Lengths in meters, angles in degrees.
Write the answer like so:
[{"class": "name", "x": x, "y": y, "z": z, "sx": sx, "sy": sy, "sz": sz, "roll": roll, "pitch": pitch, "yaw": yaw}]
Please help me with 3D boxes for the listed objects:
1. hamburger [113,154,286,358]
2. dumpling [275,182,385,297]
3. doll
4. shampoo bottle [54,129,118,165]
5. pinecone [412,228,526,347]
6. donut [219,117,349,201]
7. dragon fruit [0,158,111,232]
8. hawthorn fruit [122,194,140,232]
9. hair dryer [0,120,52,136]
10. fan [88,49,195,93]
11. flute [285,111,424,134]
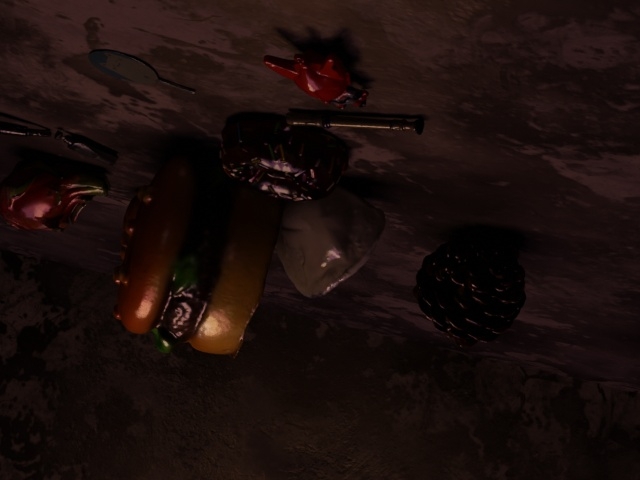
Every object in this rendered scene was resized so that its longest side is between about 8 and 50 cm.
[{"class": "hamburger", "x": -0.252, "y": 0.012, "z": 1.908, "sx": 0.278, "sy": 0.395, "sz": 0.396, "roll": 17, "pitch": 167, "yaw": -13}, {"class": "dumpling", "x": 0.006, "y": 0.001, "z": 1.870, "sx": 0.175, "sy": 0.226, "sz": 0.243, "roll": 12, "pitch": 177, "yaw": -11}, {"class": "doll", "x": 0.007, "y": -0.215, "z": 1.314, "sx": 0.109, "sy": 0.057, "sz": 0.169, "roll": 4, "pitch": 163, "yaw": 29}, {"class": "shampoo bottle", "x": -0.484, "y": -0.192, "z": 1.991, "sx": 0.137, "sy": 0.027, "sz": 0.048, "roll": 24, "pitch": 151, "yaw": -36}, {"class": "pinecone", "x": 0.310, "y": 0.097, "z": 1.968, "sx": 0.224, "sy": 0.224, "sz": 0.272, "roll": 16, "pitch": 163, "yaw": -7}, {"class": "donut", "x": -0.065, "y": -0.134, "z": 1.669, "sx": 0.235, "sy": 0.089, "sz": 0.235, "roll": 12, "pitch": 165, "yaw": 3}, {"class": "dragon fruit", "x": -0.618, "y": -0.099, "z": 2.229, "sx": 0.269, "sy": 0.198, "sz": 0.200, "roll": 1, "pitch": 157, "yaw": -7}, {"class": "hawthorn fruit", "x": -0.410, "y": -0.029, "z": 2.299, "sx": 0.149, "sy": 0.189, "sz": 0.149, "roll": 38, "pitch": -175, "yaw": -4}, {"class": "hair dryer", "x": -0.662, "y": -0.230, "z": 1.979, "sx": 0.219, "sy": 0.075, "sz": 0.195, "roll": 8, "pitch": 178, "yaw": -7}, {"class": "fan", "x": -0.282, "y": -0.263, "z": 1.530, "sx": 0.175, "sy": 0.005, "sz": 0.113, "roll": 18, "pitch": 166, "yaw": -16}, {"class": "flute", "x": 0.048, "y": -0.182, "z": 1.485, "sx": 0.233, "sy": 0.027, "sz": 0.027, "roll": 7, "pitch": 165, "yaw": 28}]
